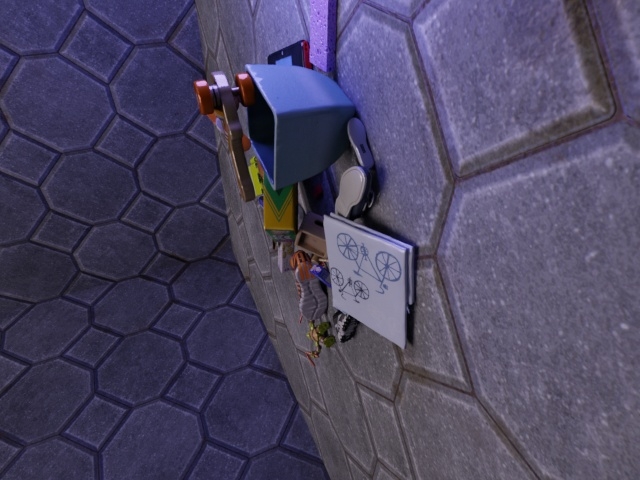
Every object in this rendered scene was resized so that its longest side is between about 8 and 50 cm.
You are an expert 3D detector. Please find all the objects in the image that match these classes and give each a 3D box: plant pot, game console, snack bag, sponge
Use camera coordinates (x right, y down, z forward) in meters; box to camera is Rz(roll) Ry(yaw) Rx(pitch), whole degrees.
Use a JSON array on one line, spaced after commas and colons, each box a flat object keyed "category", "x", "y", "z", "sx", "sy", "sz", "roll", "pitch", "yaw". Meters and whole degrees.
[{"category": "plant pot", "x": -0.050, "y": -0.328, "z": 1.159, "sx": 0.247, "sy": 0.252, "sz": 0.248, "roll": 99, "pitch": 149, "yaw": -49}, {"category": "game console", "x": -0.107, "y": -0.501, "z": 1.483, "sx": 0.386, "sy": 0.060, "sz": 0.343, "roll": -146, "pitch": 44, "yaw": -61}, {"category": "snack bag", "x": 0.135, "y": 0.115, "z": 1.185, "sx": 0.323, "sy": 0.037, "sz": 0.343, "roll": 25, "pitch": 131, "yaw": 45}, {"category": "sponge", "x": 0.006, "y": -0.585, "z": 1.142, "sx": 0.117, "sy": 0.031, "sz": 0.210, "roll": -125, "pitch": 27, "yaw": -45}]

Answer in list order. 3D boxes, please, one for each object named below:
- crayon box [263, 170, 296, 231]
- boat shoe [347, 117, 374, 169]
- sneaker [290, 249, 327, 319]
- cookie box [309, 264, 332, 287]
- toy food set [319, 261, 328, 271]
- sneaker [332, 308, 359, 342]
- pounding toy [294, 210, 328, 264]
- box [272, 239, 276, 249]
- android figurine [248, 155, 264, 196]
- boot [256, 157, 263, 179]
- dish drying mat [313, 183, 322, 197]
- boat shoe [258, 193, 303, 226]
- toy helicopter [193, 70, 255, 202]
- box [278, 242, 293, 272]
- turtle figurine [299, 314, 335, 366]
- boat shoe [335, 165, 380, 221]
[{"category": "crayon box", "x": -0.133, "y": -0.167, "z": 1.490, "sx": 0.363, "sy": 0.105, "sz": 0.314, "roll": 95, "pitch": 173, "yaw": -84}, {"category": "boat shoe", "x": 0.101, "y": -0.253, "z": 1.109, "sx": 0.040, "sy": 0.049, "sz": 0.142, "roll": 162, "pitch": 90, "yaw": -71}, {"category": "sneaker", "x": -0.051, "y": 0.179, "z": 1.797, "sx": 0.180, "sy": 0.124, "sz": 0.322, "roll": -113, "pitch": 15, "yaw": -57}, {"category": "cookie box", "x": 0.021, "y": 0.139, "z": 1.562, "sx": 0.107, "sy": 0.040, "sz": 0.091, "roll": 41, "pitch": 170, "yaw": -21}, {"category": "toy food set", "x": 0.008, "y": 0.117, "z": 1.693, "sx": 0.083, "sy": 0.020, "sz": 0.083, "roll": 105, "pitch": 144, "yaw": -56}, {"category": "sneaker", "x": 0.086, "y": 0.280, "z": 1.513, "sx": 0.106, "sy": 0.078, "sz": 0.234, "roll": 60, "pitch": 158, "yaw": 30}, {"category": "pounding toy", "x": 0.007, "y": 0.006, "z": 1.488, "sx": 0.206, "sy": 0.180, "sz": 0.094, "roll": 113, "pitch": -179, "yaw": -61}, {"category": "box", "x": -0.215, "y": -0.077, "z": 2.023, "sx": 0.164, "sy": 0.021, "sz": 0.202, "roll": 103, "pitch": 170, "yaw": -68}, {"category": "android figurine", "x": -0.334, "y": -0.329, "z": 2.252, "sx": 0.272, "sy": 0.056, "sz": 0.249, "roll": 180, "pitch": 75, "yaw": -70}, {"category": "boot", "x": -0.243, "y": -0.352, "z": 1.892, "sx": 0.283, "sy": 0.108, "sz": 0.220, "roll": 110, "pitch": 142, "yaw": -62}, {"category": "dish drying mat", "x": -0.009, "y": -0.181, "z": 1.531, "sx": 0.083, "sy": 0.008, "sz": 0.032, "roll": 144, "pitch": 110, "yaw": -71}, {"category": "boat shoe", "x": -0.183, "y": -0.140, "z": 1.836, "sx": 0.301, "sy": 0.102, "sz": 0.108, "roll": 39, "pitch": 115, "yaw": 48}, {"category": "toy helicopter", "x": -0.248, "y": -0.282, "z": 1.165, "sx": 0.235, "sy": 0.140, "sz": 0.356, "roll": -145, "pitch": 40, "yaw": -64}, {"category": "box", "x": -0.172, "y": 0.034, "z": 2.067, "sx": 0.324, "sy": 0.067, "sz": 0.063, "roll": 98, "pitch": 151, "yaw": -47}, {"category": "turtle figurine", "x": -0.009, "y": 0.439, "z": 1.889, "sx": 0.217, "sy": 0.087, "sz": 0.270, "roll": -25, "pitch": 73, "yaw": 63}, {"category": "boat shoe", "x": 0.104, "y": -0.124, "z": 1.153, "sx": 0.095, "sy": 0.078, "sz": 0.255, "roll": 62, "pitch": 160, "yaw": 25}]
